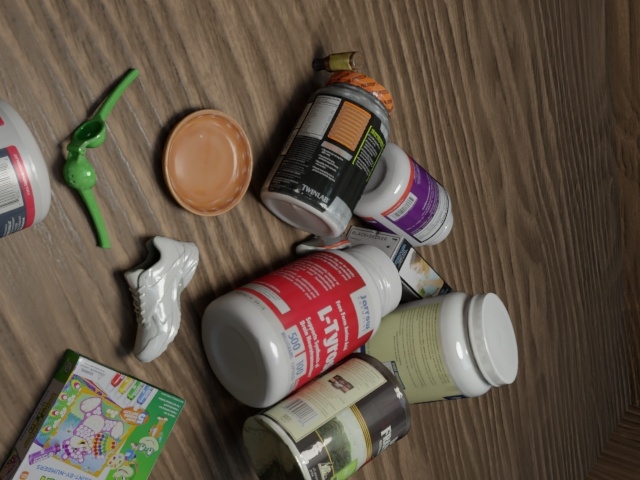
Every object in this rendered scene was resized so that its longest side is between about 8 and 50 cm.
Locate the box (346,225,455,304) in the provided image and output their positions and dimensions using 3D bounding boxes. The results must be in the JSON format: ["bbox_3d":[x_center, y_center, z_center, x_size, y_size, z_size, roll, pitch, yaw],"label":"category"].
[{"bbox_3d":[0.190,0.083,1.579,0.290,0.169,0.087,43,69,-43],"label":"box"}]

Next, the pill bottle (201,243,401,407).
[{"bbox_3d":[-0.022,0.153,1.328,0.407,0.229,0.229,-25,115,-40],"label":"pill bottle"}]

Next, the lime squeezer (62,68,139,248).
[{"bbox_3d":[-0.361,-0.143,1.049,0.110,0.059,0.310,9,90,-46],"label":"lime squeezer"}]

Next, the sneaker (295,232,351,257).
[{"bbox_3d":[0.000,0.000,1.460,0.158,0.061,0.065,-6,75,-46],"label":"sneaker"}]

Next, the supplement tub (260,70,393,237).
[{"bbox_3d":[0.023,-0.181,1.336,0.193,0.193,0.316,41,69,-42],"label":"supplement tub"}]

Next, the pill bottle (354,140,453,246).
[{"bbox_3d":[0.193,-0.096,1.527,0.323,0.181,0.181,30,76,-50],"label":"pill bottle"}]

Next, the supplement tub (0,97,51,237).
[{"bbox_3d":[-0.510,-0.065,0.813,0.272,0.191,0.191,-29,118,-39],"label":"supplement tub"}]

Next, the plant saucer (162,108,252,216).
[{"bbox_3d":[-0.216,-0.146,1.211,0.200,0.037,0.200,-9,103,-44],"label":"plant saucer"}]

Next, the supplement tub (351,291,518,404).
[{"bbox_3d":[0.258,0.248,1.466,0.235,0.325,0.235,30,52,-47],"label":"supplement tub"}]

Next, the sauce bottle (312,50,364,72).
[{"bbox_3d":[0.035,-0.376,1.357,0.042,0.128,0.042,-12,106,-45],"label":"sauce bottle"}]

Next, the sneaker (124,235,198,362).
[{"bbox_3d":[-0.306,0.098,1.142,0.115,0.090,0.232,25,71,-39],"label":"sneaker"}]

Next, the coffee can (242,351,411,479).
[{"bbox_3d":[0.014,0.373,1.271,0.275,0.201,0.201,-24,115,-35],"label":"coffee can"}]

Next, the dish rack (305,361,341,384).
[{"bbox_3d":[0.011,0.368,1.436,0.271,0.074,0.208,3,72,-29],"label":"dish rack"}]

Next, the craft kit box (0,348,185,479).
[{"bbox_3d":[-0.391,0.349,1.115,0.250,0.061,0.247,39,73,-42],"label":"craft kit box"}]
